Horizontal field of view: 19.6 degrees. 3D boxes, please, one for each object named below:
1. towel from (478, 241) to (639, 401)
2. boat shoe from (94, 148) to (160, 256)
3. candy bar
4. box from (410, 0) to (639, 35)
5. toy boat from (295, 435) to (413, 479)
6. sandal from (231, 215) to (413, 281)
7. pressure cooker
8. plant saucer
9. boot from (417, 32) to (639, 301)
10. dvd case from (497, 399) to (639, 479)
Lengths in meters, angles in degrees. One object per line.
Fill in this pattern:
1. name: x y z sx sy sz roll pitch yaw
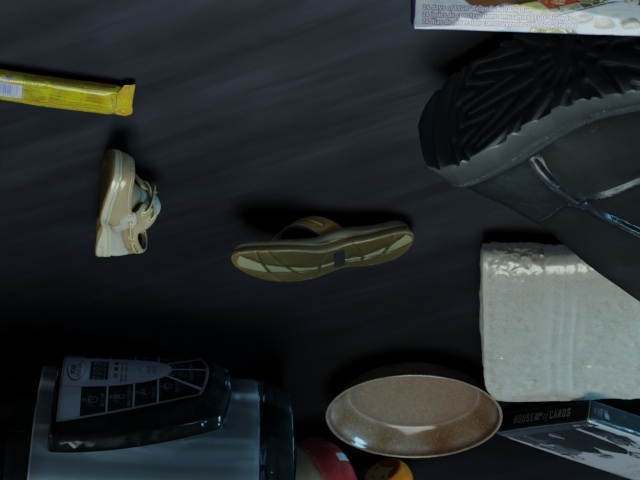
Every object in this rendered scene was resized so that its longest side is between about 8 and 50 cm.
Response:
1. towel: 0.258 0.083 1.913 0.187 0.049 0.282 -2 146 3
2. boat shoe: -0.180 -0.035 1.743 0.059 0.063 0.170 4 156 -8
3. candy bar: -0.244 -0.134 1.628 0.161 0.018 0.040 8 143 -9
4. box: 0.213 -0.245 1.296 0.293 0.057 0.201 2 102 0
5. toy boat: 0.042 0.312 2.214 0.151 0.151 0.231 -32 145 -5
6. sandal: 0.000 0.000 1.802 0.180 0.049 0.072 -10 153 -8
7. pressure cooker: -0.245 0.319 1.996 0.420 0.376 0.370 4 150 -5
8. plant saucer: 0.105 0.186 2.084 0.198 0.036 0.199 1 146 1
9. boot: 0.363 -0.060 1.589 0.445 0.146 0.367 32 143 -32
10. dvd case: 0.345 0.233 2.101 0.238 0.030 0.179 20 161 -25
